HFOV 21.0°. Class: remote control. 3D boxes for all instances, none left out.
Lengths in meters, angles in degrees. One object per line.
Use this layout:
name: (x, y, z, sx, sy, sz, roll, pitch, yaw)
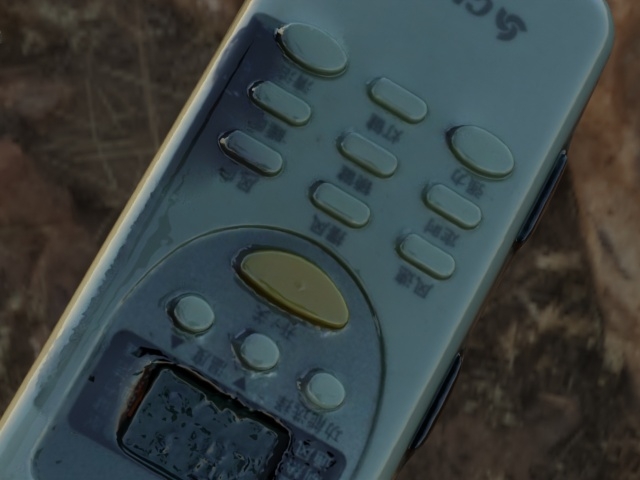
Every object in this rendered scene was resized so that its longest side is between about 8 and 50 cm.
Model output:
remote control: (0.000, 0.000, 0.642, 0.140, 0.056, 0.296, 31, 77, -8)
